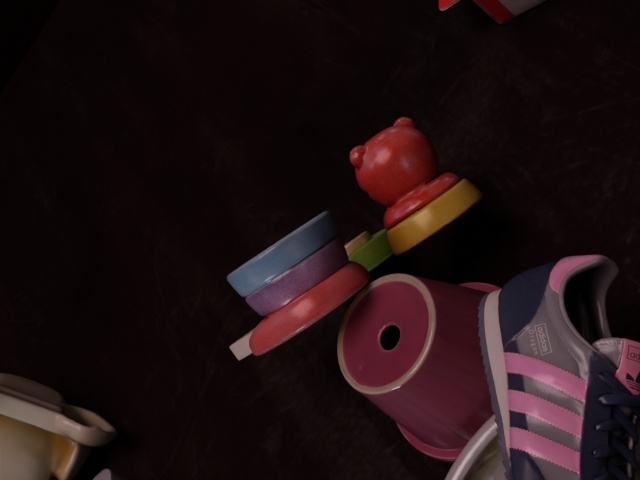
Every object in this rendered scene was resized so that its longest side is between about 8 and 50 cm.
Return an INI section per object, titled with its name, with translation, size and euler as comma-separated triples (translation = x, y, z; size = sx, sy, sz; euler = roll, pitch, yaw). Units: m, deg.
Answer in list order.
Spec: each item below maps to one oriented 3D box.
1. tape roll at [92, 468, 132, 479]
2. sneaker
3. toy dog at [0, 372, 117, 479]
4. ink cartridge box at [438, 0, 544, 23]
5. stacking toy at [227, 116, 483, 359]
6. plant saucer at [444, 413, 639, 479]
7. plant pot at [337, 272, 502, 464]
[tape roll]
translation = -0.315, 0.429, 1.356
size = 0.219, 0.072, 0.219
euler = -53, 15, 22
[sneaker]
translation = 0.224, 0.149, 0.823
size = 0.131, 0.112, 0.319
euler = -35, 48, 32
[toy dog]
translation = -0.549, 0.413, 1.523
size = 0.395, 0.284, 0.408
euler = 7, 74, 66
[ink cartridge box]
translation = 0.262, -0.373, 1.254
size = 0.231, 0.078, 0.134
euler = -22, 53, 37
[stacking toy]
translation = 0.000, 0.000, 1.141
size = 0.309, 0.130, 0.279
euler = -34, 0, -30
[plant saucer]
translation = 0.267, 0.308, 0.853
size = 0.400, 0.100, 0.400
euler = -24, 54, 37
[plant pot]
translation = 0.124, 0.124, 1.045
size = 0.201, 0.180, 0.201
euler = -25, 52, 36
